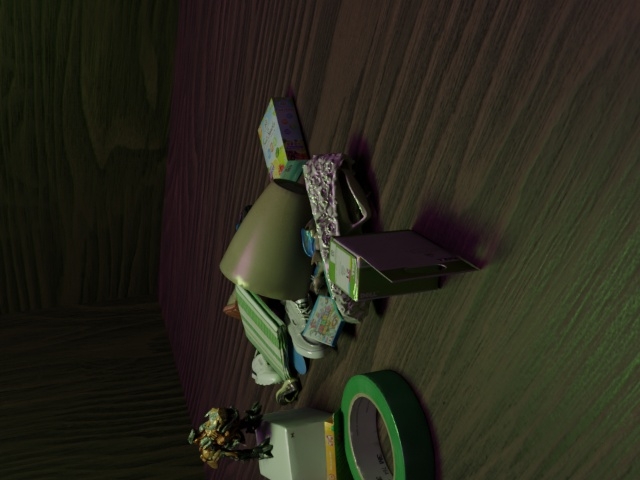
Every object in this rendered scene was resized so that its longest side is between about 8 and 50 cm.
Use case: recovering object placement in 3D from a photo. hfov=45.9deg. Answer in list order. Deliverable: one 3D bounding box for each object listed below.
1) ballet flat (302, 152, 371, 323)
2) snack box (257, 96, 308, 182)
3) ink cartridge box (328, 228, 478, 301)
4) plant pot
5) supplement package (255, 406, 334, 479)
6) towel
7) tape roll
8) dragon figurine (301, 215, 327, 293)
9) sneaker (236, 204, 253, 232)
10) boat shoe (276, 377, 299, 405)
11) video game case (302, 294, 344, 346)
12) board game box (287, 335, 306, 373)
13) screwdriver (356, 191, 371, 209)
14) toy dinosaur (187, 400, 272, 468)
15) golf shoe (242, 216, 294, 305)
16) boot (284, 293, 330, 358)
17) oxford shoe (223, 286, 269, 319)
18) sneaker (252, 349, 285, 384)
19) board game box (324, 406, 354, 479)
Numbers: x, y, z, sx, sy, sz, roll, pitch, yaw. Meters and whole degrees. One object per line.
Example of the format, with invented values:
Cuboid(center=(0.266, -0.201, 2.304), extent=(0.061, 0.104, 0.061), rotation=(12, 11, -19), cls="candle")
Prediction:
Cuboid(center=(0.062, -0.014, 1.730), extent=(0.147, 0.146, 0.409), rotation=(-28, 76, 66), cls="ballet flat")
Cuboid(center=(-0.109, -0.274, 2.151), extent=(0.174, 0.070, 0.207), rotation=(125, 136, -59), cls="snack box")
Cuboid(center=(0.151, 0.064, 1.451), extent=(0.255, 0.188, 0.097), rotation=(-142, 51, -60), cls="ink cartridge box")
Cuboid(center=(-0.111, -0.018, 2.041), extent=(0.256, 0.256, 0.274), rotation=(46, 121, 56), cls="plant pot")
Cuboid(center=(-0.055, 0.577, 2.111), extent=(0.293, 0.177, 0.175), rotation=(163, 102, -68), cls="supplement package")
Cuboid(center=(-0.172, 0.275, 2.308), extent=(0.248, 0.038, 0.325), rotation=(43, 156, 32), cls="towel")
Cuboid(center=(0.146, 0.460, 1.725), extent=(0.321, 0.077, 0.321), rotation=(174, 90, -69), cls="tape roll")
Cuboid(center=(0.000, 0.000, 1.915), extent=(0.144, 0.085, 0.289), rotation=(137, 124, -80), cls="dragon figurine")
Cuboid(center=(-0.205, -0.005, 2.389), extent=(0.079, 0.121, 0.217), rotation=(156, 106, -68), cls="sneaker")
Cuboid(center=(-0.102, 0.483, 2.362), extent=(0.152, 0.056, 0.049), rotation=(110, 151, -48), cls="boat shoe")
Cuboid(center=(0.016, 0.205, 1.959), extent=(0.166, 0.015, 0.119), rotation=(6, 71, 63), cls="video game case")
Cuboid(center=(-0.082, 0.322, 2.285), extent=(0.168, 0.033, 0.133), rotation=(45, 151, 29), cls="board game box")
Cuboid(center=(0.084, -0.071, 1.802), extent=(0.170, 0.024, 0.025), rotation=(133, 156, -59), cls="screwdriver")
Cuboid(center=(-0.265, 0.541, 2.096), extent=(0.322, 0.218, 0.164), rotation=(136, 127, -62), cls="toy dinosaur")
Cuboid(center=(-0.151, 0.053, 2.256), extent=(0.115, 0.140, 0.306), rotation=(143, 116, -63), cls="golf shoe")
Cuboid(center=(-0.047, 0.221, 2.097), extent=(0.258, 0.095, 0.124), rotation=(-140, 41, -61), cls="boot")
Cuboid(center=(-0.229, 0.186, 2.546), extent=(0.397, 0.140, 0.147), rotation=(139, 149, -66), cls="oxford shoe")
Cuboid(center=(-0.175, 0.419, 2.494), extent=(0.235, 0.090, 0.095), rotation=(-176, 90, -66), cls="sneaker")
Cuboid(center=(0.056, 0.533, 1.909), extent=(0.039, 0.124, 0.260), rotation=(6, 105, 28), cls="board game box")
